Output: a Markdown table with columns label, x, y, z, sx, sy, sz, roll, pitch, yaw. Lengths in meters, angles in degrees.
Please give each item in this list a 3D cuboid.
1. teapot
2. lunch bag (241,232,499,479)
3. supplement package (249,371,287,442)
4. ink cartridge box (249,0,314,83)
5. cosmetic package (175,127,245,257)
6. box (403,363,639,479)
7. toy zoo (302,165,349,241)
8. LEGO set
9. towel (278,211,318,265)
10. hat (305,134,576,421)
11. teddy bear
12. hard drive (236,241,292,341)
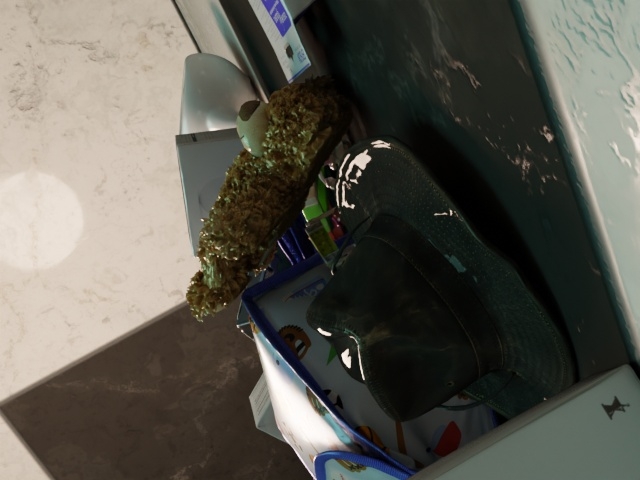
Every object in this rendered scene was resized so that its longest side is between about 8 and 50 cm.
| label | x | y | z | sx | sy | sz | roll | pitch | yaw |
| --- | --- | --- | --- | --- | --- | --- | --- | --- | --- |
| teapot | -0.217 | -0.294 | 1.896 | 0.252 | 0.187 | 0.256 | 118 | 152 | -63 |
| lunch bag | 0.085 | 0.239 | 1.074 | 0.385 | 0.239 | 0.328 | 47 | 159 | 35 |
| supplement package | 0.046 | 0.256 | 1.411 | 0.262 | 0.204 | 0.145 | 29 | -176 | -12 |
| ink cartridge box | -0.054 | -0.277 | 0.905 | 0.208 | 0.045 | 0.206 | 63 | 175 | -9 |
| cosmetic package | -0.160 | -0.105 | 1.679 | 0.138 | 0.225 | 0.224 | -126 | 29 | -71 |
| box | 0.162 | 0.206 | 0.560 | 0.181 | 0.182 | 0.119 | 61 | 176 | 14 |
| toy zoo | 0.026 | -0.012 | 1.378 | 0.192 | 0.030 | 0.293 | -93 | -18 | -52 |
| LEGO set | 0.044 | -0.020 | 1.005 | 0.132 | 0.107 | 0.287 | 63 | 175 | -26 |
| towel | -0.028 | -0.034 | 1.499 | 0.308 | 0.076 | 0.227 | -94 | -19 | -62 |
| hat | 0.067 | 0.072 | 0.766 | 0.331 | 0.134 | 0.331 | 51 | 165 | 20 |
| teddy bear | -0.083 | -0.051 | 1.017 | 0.113 | 0.245 | 0.338 | 34 | 145 | 4 |
| hard drive | -0.009 | 0.145 | 1.596 | 0.339 | 0.064 | 0.237 | 43 | -139 | -35 |
